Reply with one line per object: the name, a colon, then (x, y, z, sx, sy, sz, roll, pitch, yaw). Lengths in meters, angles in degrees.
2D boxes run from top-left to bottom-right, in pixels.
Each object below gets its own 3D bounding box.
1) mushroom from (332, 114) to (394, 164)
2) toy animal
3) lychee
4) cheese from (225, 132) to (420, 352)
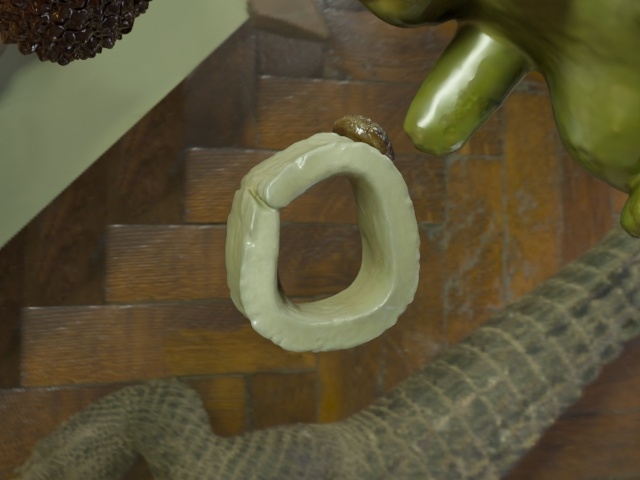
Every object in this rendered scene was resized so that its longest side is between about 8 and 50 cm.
mushroom: (0.072, -0.161, 1.965, 0.126, 0.109, 0.085, 62, 32, -45)
toy animal: (0.081, -0.154, 0.617, 0.363, 0.181, 0.180, 22, 56, 5)
lychee: (-0.344, -0.398, 1.506, 0.306, 0.306, 0.330, 9, 76, -24)
cheese: (-0.002, 0.001, 1.834, 0.292, 0.153, 0.332, -6, 100, -16)
